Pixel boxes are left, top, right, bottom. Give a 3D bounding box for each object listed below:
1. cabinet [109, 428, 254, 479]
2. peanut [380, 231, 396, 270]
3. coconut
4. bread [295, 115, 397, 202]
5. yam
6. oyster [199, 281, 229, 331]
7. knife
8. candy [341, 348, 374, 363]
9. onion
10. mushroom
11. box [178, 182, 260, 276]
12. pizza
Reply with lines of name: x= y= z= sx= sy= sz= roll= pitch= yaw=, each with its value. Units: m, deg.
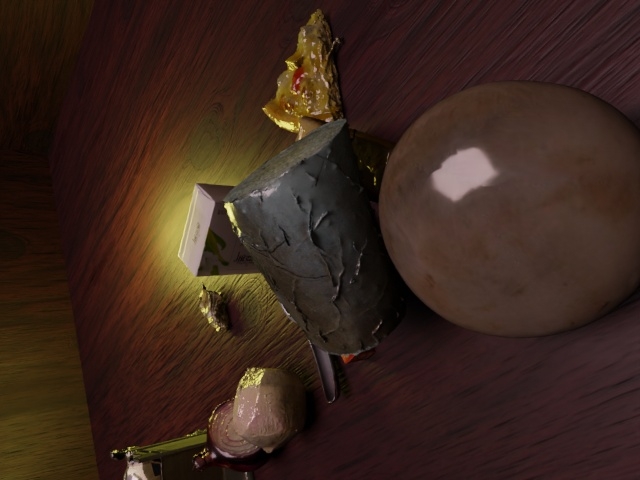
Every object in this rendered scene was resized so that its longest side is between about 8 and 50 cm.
cabinet: x=-0.372 y=0.686 z=1.415 sx=0.227 sy=0.318 sz=0.290 roll=-22 pitch=73 yaw=48
peanut: x=0.056 y=0.041 z=1.077 sx=0.233 sy=0.110 sz=0.197 roll=45 pitch=127 yaw=41
coconut: x=-0.121 y=0.401 z=1.232 sx=0.194 sy=0.194 sz=0.194 roll=-1 pitch=88 yaw=50
bread: x=0.085 y=-0.147 z=0.991 sx=0.274 sy=0.184 sz=0.114 roll=34 pitch=111 yaw=44
yam: x=0.000 y=0.000 z=0.855 sx=0.241 sy=0.241 sz=0.348 roll=7 pitch=128 yaw=50
oyster: x=-0.323 y=0.204 z=1.571 sx=0.177 sy=0.056 sz=0.105 roll=44 pitch=128 yaw=42
knife: x=-0.003 y=0.231 z=1.188 sx=0.123 sy=0.053 sz=0.278 roll=-43 pitch=58 yaw=35
candy: x=0.059 y=0.197 z=1.107 sx=0.038 sy=0.062 sz=0.122 roll=-52 pitch=52 yaw=36
onion: x=-0.228 y=0.524 z=1.331 sx=0.195 sy=0.218 sz=0.140 roll=38 pitch=147 yaw=30
mushroom: x=0.264 y=-0.047 z=0.721 sx=0.362 sy=0.294 sz=0.362 roll=14 pitch=126 yaw=20
box: x=-0.189 y=-0.024 z=1.256 sx=0.111 sy=0.260 sz=0.194 roll=37 pitch=118 yaw=39
pizza: x=-0.041 y=-0.397 z=1.229 sx=0.280 sy=0.075 sz=0.288 roll=13 pitch=100 yaw=49
